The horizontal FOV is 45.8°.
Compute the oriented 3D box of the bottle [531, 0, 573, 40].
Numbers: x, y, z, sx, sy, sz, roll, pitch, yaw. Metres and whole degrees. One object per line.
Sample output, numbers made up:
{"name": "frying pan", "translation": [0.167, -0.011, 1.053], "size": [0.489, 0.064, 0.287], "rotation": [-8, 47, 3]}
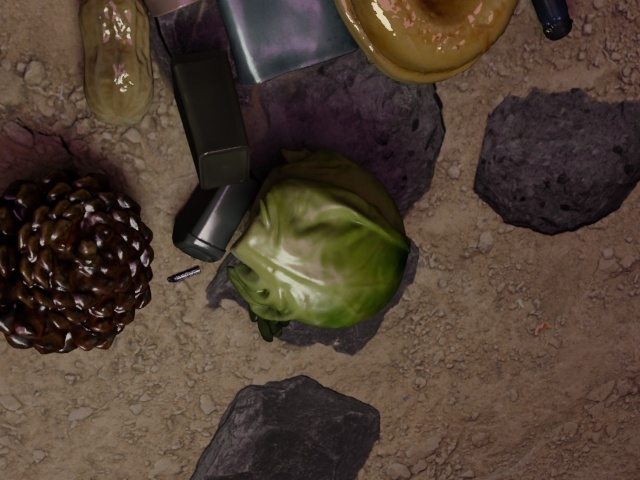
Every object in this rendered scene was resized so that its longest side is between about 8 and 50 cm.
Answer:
{"name": "bottle", "translation": [0.520, -0.585, 1.768], "size": [0.082, 0.072, 0.244], "rotation": [-44, 120, -18]}

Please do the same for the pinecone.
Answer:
{"name": "pinecone", "translation": [-0.552, 0.059, 1.600], "size": [0.397, 0.398, 0.398], "rotation": [-6, 115, -14]}

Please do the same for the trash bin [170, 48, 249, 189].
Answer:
{"name": "trash bin", "translation": [-0.225, -0.251, 1.579], "size": [0.122, 0.241, 0.164], "rotation": [-12, 156, -11]}

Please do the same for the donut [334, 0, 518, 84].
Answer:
{"name": "donut", "translation": [0.227, -0.558, 1.621], "size": [0.448, 0.198, 0.449], "rotation": [-7, 113, -16]}

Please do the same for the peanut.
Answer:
{"name": "peanut", "translation": [-0.415, -0.385, 1.547], "size": [0.152, 0.152, 0.313], "rotation": [-2, 112, -16]}

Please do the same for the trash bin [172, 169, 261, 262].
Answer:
{"name": "trash bin", "translation": [-0.241, -0.068, 1.722], "size": [0.101, 0.177, 0.236], "rotation": [28, 99, -24]}

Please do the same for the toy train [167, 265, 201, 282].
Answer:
{"name": "toy train", "translation": [-0.333, 0.086, 1.849], "size": [0.083, 0.017, 0.017], "rotation": [-21, 116, -6]}

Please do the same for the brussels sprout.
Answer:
{"name": "brussels sprout", "translation": [0.019, 0.002, 1.667], "size": [0.361, 0.425, 0.342], "rotation": [25, 129, 2]}

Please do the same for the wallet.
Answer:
{"name": "wallet", "translation": [-0.074, -0.494, 1.648], "size": [0.290, 0.054, 0.251], "rotation": [-21, 119, -8]}

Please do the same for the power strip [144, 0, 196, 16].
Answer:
{"name": "power strip", "translation": [-0.289, -0.512, 1.523], "size": [0.154, 0.154, 0.078], "rotation": [-27, 116, -4]}

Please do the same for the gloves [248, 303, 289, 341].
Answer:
{"name": "gloves", "translation": [-0.113, 0.138, 1.894], "size": [0.135, 0.107, 0.268], "rotation": [11, 116, 13]}
